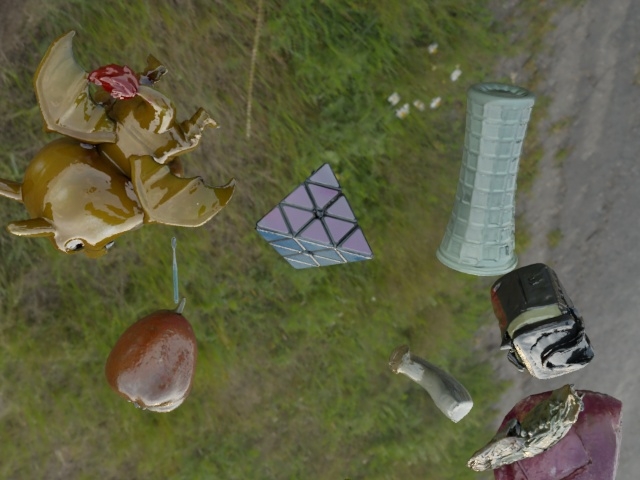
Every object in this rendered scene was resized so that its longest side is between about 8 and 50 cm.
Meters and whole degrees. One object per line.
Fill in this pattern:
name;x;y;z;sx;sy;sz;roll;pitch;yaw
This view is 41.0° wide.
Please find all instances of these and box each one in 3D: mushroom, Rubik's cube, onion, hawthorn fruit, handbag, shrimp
mushroom;0.255;0.327;2.005;0.092;0.223;0.081;-29;150;-38
Rubik's cube;0.000;0.000;1.475;0.190;0.178;0.211;-16;126;-54
onion;0.446;0.403;1.560;0.247;0.111;0.250;6;94;-8
hawthorn fruit;-0.343;0.235;1.820;0.199;0.199;0.251;41;65;-56
handbag;0.472;0.186;1.842;0.181;0.181;0.254;-23;140;14
shrimp;0.237;0.223;0.994;0.126;0.047;0.223;-17;152;-20

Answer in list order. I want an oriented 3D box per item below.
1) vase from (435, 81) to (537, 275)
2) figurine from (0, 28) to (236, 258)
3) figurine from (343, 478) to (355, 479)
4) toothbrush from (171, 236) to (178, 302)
vase;0.281;-0.104;1.423;0.143;0.143;0.299;-13;120;-33
figurine;-0.402;-0.162;1.578;0.387;0.268;0.401;-43;117;5
figurine;0.007;0.560;1.484;0.169;0.327;0.218;25;126;-9
toothbrush;-0.352;0.073;2.075;0.011;0.014;0.167;-5;105;-18
